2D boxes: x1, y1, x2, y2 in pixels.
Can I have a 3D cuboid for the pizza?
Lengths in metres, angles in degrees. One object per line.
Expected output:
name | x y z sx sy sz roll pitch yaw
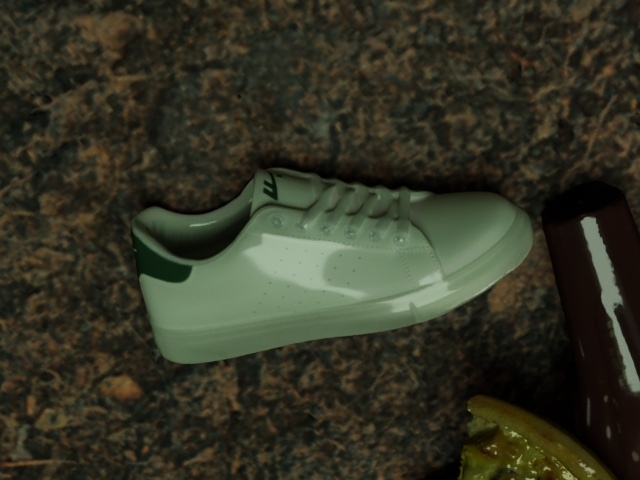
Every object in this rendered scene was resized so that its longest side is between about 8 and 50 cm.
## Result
pizza | 0.149 0.172 0.973 0.160 0.036 0.099 42 120 10

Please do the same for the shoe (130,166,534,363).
shoe | 0.000 0.000 0.941 0.265 0.095 0.110 -18 117 9

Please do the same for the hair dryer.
hair dryer | 0.123 0.147 1.040 0.340 0.123 0.313 -20 107 20
